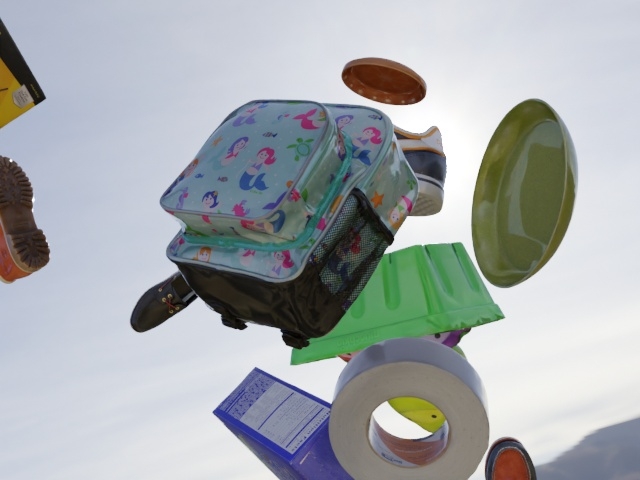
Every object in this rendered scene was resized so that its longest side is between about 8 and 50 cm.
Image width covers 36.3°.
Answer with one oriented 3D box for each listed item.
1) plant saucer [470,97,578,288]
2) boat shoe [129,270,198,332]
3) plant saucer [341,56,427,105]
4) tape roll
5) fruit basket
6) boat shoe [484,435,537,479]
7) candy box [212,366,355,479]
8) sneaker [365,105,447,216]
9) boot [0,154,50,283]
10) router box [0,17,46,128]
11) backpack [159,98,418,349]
[{"bbox_3d":[0.259,-0.057,1.224,0.037,0.241,0.241,8,-25,-17],"label":"plant saucer"},{"bbox_3d":[-0.204,0.077,1.330,0.133,0.049,0.042,-40,18,-20],"label":"boat shoe"},{"bbox_3d":[0.061,-0.153,0.930,0.084,0.013,0.083,13,-15,4],"label":"plant saucer"},{"bbox_3d":[0.122,0.245,1.342,0.219,0.219,0.072,-20,18,15],"label":"tape roll"},{"bbox_3d":[0.159,0.210,1.837,0.392,0.392,0.283,-28,-16,35],"label":"fruit basket"},{"bbox_3d":[0.180,0.252,0.913,0.049,0.137,0.043,-2,12,7],"label":"boat shoe"},{"bbox_3d":[0.002,0.355,1.571,0.122,0.268,0.317,-47,24,-15],"label":"candy box"},{"bbox_3d":[0.020,-0.114,1.373,0.321,0.127,0.126,6,-20,10],"label":"sneaker"},{"bbox_3d":[-0.391,-0.024,1.206,0.059,0.158,0.085,-6,-18,-45],"label":"boot"},{"bbox_3d":[-0.467,-0.230,1.294,0.133,0.046,0.179,-40,-47,-20],"label":"router box"},{"bbox_3d":[-0.027,-0.044,1.039,0.225,0.253,0.191,9,-41,42],"label":"backpack"}]
